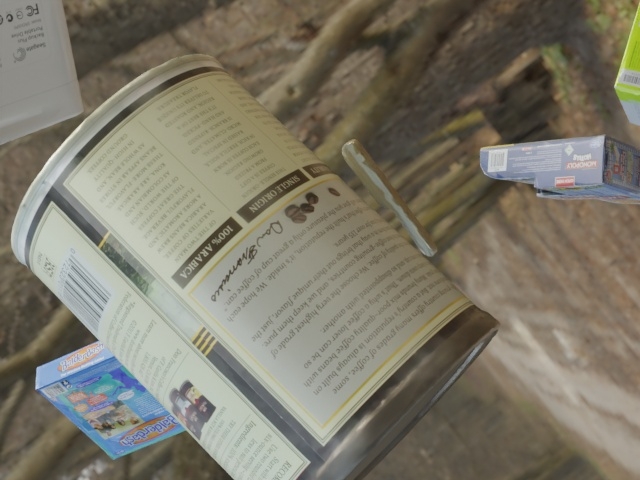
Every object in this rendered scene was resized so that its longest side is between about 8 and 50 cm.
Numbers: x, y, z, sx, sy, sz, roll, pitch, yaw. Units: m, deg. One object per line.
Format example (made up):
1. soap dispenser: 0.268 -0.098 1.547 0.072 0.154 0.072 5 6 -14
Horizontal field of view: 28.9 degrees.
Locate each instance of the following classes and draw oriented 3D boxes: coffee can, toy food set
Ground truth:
1. coffee can: -0.045 0.036 0.852 0.275 0.201 0.201 44 179 11
2. toy food set: 0.000 0.000 1.044 0.132 0.038 0.192 51 143 -8

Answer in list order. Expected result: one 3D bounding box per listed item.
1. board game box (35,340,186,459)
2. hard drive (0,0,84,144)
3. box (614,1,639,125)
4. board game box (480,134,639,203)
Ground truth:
1. board game box: -0.299 0.233 1.857 0.210 0.160 0.047 56 -163 -42
2. hard drive: -0.335 -0.250 1.074 0.047 0.233 0.353 10 117 37
3. box: 0.343 -0.182 1.271 0.042 0.109 0.178 16 178 20
4. board game box: 0.331 -0.080 1.529 0.194 0.060 0.194 8 174 -39
